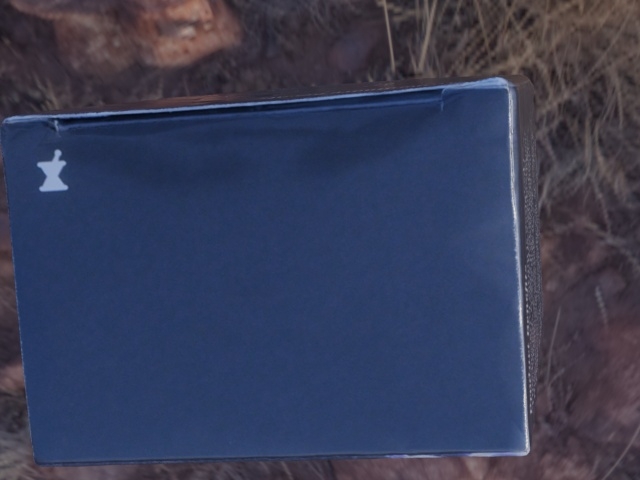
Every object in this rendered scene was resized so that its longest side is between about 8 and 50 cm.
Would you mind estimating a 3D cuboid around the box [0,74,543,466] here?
[{"bbox_3d":[0.000,0.000,0.970,0.293,0.395,0.212,-3,96,11],"label":"box"}]
